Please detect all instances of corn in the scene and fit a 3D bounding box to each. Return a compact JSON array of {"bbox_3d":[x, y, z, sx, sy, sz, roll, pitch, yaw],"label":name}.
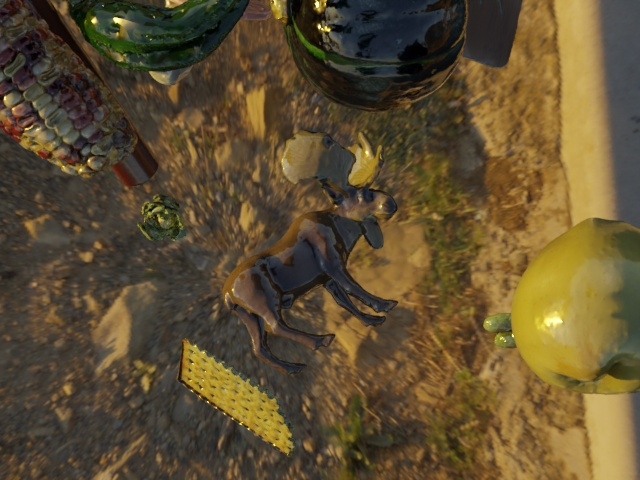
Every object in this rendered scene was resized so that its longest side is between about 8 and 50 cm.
[{"bbox_3d":[-0.267,-0.162,0.757,0.290,0.098,0.098,43,85,-18],"label":"corn"}]

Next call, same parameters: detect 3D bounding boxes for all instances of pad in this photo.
[{"bbox_3d":[0.255,-0.487,1.744,0.284,0.018,0.287,14,87,-22],"label":"pad"}]

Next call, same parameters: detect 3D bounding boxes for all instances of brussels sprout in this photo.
[{"bbox_3d":[-0.271,-0.043,1.637,0.085,0.085,0.058,-5,43,-6],"label":"brussels sprout"}]

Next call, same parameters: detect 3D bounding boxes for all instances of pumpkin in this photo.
[{"bbox_3d":[0.053,-0.303,1.187,0.238,0.315,0.315,-5,88,-8],"label":"pumpkin"}]

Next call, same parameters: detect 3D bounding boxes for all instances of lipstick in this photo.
[{"bbox_3d":[-0.282,-0.196,1.037,0.057,0.057,0.357,-34,133,-5],"label":"lipstick"}]

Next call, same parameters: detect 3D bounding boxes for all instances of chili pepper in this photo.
[{"bbox_3d":[-0.185,-0.236,0.974,0.278,0.065,0.122,5,84,30],"label":"chili pepper"}]

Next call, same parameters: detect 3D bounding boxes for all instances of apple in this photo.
[{"bbox_3d":[0.303,0.076,1.029,0.200,0.200,0.200,0,87,-5],"label":"apple"}]

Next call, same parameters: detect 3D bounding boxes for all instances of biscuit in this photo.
[{"bbox_3d":[-0.115,0.218,1.323,0.203,0.144,0.016,31,55,12],"label":"biscuit"}]

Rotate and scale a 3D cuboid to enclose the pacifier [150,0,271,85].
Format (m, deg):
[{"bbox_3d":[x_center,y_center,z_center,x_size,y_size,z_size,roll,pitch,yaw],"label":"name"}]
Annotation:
[{"bbox_3d":[-0.250,-0.436,1.740,0.332,0.273,0.220,25,59,21],"label":"pacifier"}]

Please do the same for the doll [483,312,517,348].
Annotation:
[{"bbox_3d":[0.327,0.134,1.445,0.150,0.077,0.115,-17,115,32],"label":"doll"}]

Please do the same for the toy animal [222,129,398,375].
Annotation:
[{"bbox_3d":[0.000,0.000,0.886,0.214,0.094,0.186,-30,77,-15],"label":"toy animal"}]
